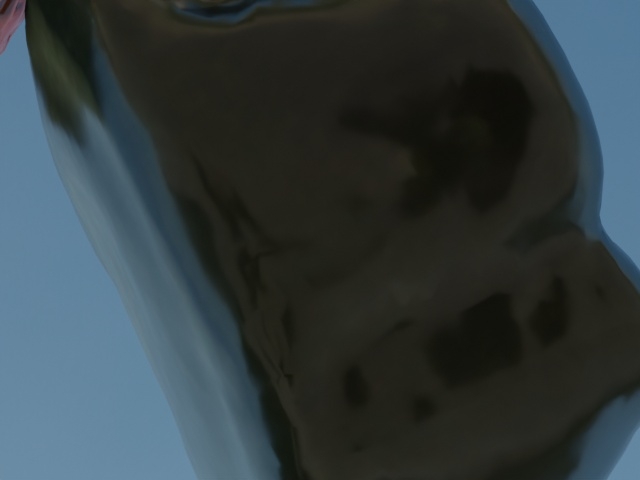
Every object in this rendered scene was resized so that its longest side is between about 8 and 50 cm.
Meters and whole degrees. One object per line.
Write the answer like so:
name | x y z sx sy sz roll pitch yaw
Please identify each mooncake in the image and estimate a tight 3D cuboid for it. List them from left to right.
mooncake | 0.000 0.000 0.408 0.104 0.168 0.175 -24 -62 -20

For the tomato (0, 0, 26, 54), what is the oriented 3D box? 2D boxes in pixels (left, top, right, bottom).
tomato | -0.239 -0.096 0.486 0.309 0.309 0.170 26 -90 -3
